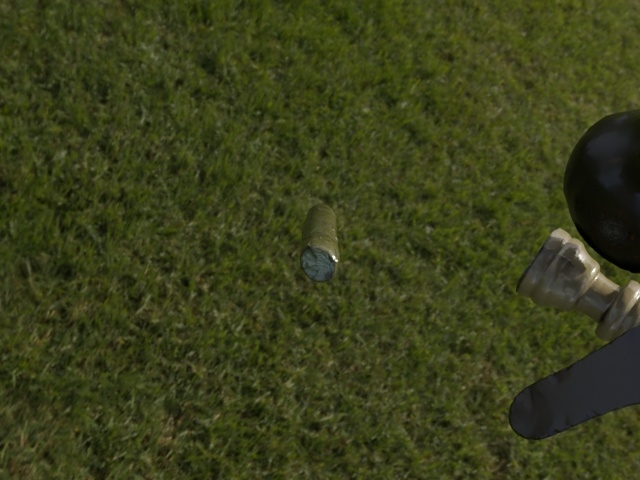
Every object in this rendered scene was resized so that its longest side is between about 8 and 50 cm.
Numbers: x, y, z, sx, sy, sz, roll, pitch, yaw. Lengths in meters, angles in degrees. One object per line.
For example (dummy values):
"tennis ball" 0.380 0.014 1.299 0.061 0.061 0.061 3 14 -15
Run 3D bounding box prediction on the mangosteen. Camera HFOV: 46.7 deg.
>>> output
"mangosteen" 0.496 -0.086 1.060 0.288 0.288 0.233 -18 91 -39

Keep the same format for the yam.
"yam" 0.000 0.000 1.447 0.083 0.083 0.371 34 12 -6

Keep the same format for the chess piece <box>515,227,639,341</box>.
"chess piece" 0.475 0.110 1.167 0.307 0.124 0.139 34 13 21

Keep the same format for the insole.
"insole" 0.384 0.169 0.937 0.007 0.328 0.111 41 30 -36
